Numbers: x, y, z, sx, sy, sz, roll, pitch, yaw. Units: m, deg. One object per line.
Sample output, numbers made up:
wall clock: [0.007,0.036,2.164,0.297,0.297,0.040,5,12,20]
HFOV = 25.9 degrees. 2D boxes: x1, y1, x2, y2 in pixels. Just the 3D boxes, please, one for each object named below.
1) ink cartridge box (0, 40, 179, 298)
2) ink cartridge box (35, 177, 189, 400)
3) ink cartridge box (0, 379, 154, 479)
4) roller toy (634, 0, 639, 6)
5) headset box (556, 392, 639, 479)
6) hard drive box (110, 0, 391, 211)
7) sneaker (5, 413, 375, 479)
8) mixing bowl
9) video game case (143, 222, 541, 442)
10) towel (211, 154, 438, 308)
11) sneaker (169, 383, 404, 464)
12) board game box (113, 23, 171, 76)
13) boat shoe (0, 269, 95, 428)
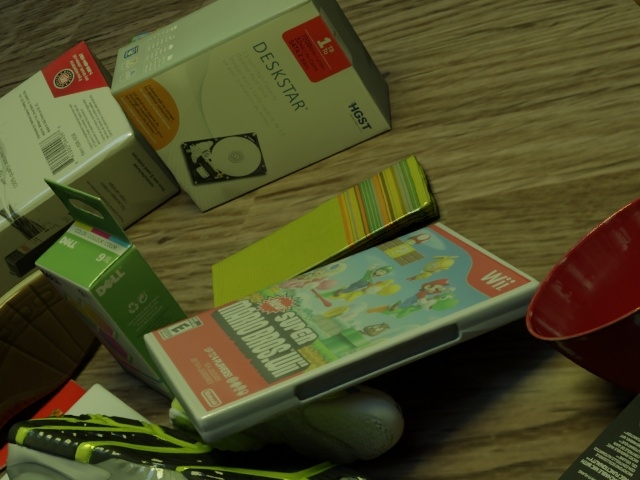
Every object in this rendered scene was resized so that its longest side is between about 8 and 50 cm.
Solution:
ink cartridge box: [-0.326,-0.067,1.583,0.273,0.114,0.197,-34,47,1]
ink cartridge box: [-0.191,0.046,1.278,0.062,0.209,0.109,-45,35,-18]
ink cartridge box: [-0.281,0.243,1.255,0.275,0.060,0.239,-46,37,-16]
roller toy: [0.374,-0.302,1.237,0.191,0.209,0.146,-6,29,-20]
headset box: [0.267,0.174,0.822,0.293,0.110,0.218,-44,35,-13]
hard drive box: [-0.070,-0.159,1.449,0.232,0.181,0.089,-24,36,18]
sneaker: [-0.077,0.235,1.052,0.385,0.145,0.147,10,95,34]
mixing bowl: [0.248,0.043,0.985,0.181,0.098,0.181,-38,13,11]
video game case: [0.012,0.066,1.133,0.285,0.025,0.204,-20,20,-13]
towel: [0.000,0.000,1.344,0.237,0.021,0.102,-29,29,11]
sneaker: [-0.020,0.113,1.158,0.240,0.091,0.126,-4,44,39]
board game box: [-0.175,-0.214,1.723,0.170,0.048,0.141,-12,43,31]
boat shoe: [-0.336,0.134,1.392,0.302,0.109,0.098,-52,30,-16]
